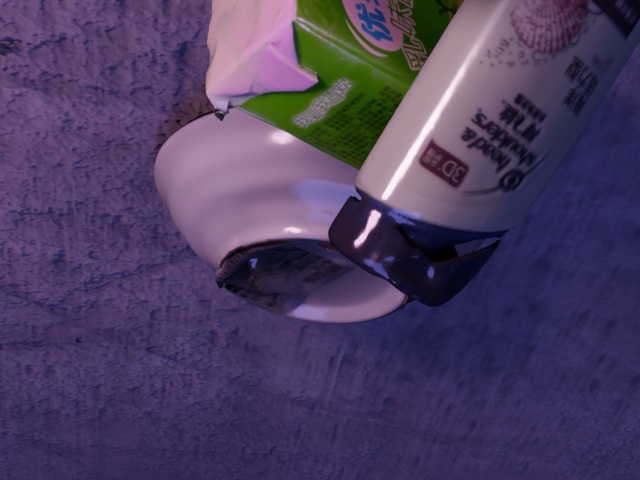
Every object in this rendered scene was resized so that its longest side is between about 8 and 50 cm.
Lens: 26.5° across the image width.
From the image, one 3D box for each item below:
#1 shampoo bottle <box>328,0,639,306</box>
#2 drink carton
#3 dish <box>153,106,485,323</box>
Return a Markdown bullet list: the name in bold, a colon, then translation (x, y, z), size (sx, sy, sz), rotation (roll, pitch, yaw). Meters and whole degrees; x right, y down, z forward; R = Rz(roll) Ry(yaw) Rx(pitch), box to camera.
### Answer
- **shampoo bottle**: translation (0.145, -0.122, 0.924), size (0.134, 0.078, 0.359), rotation (30, 93, -38)
- **drink carton**: translation (0.050, -0.133, 1.019), size (0.271, 0.161, 0.108), rotation (25, 138, -31)
- **dish**: translation (0.000, 0.000, 1.212), size (0.317, 0.106, 0.316), rotation (5, 153, 3)
